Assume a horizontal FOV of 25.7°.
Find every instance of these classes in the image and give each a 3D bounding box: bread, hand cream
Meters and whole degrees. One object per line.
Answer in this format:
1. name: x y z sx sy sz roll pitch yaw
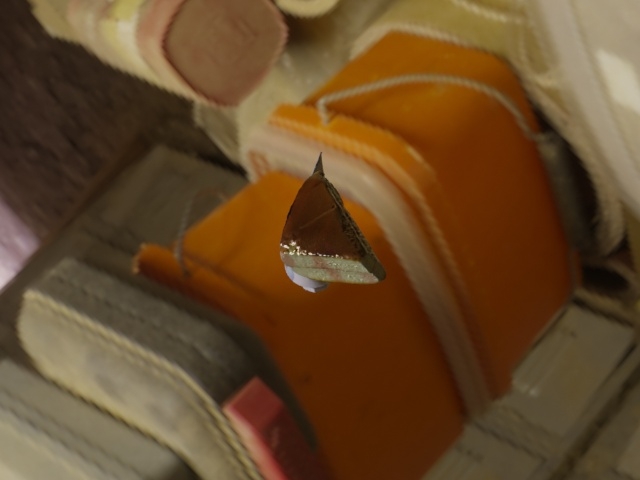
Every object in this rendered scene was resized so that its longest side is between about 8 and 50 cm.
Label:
1. bread: 0.000 0.000 1.018 0.043 0.062 0.109 51 -170 -44
2. hand cream: -0.011 -0.004 1.251 0.053 0.084 0.142 13 147 17
